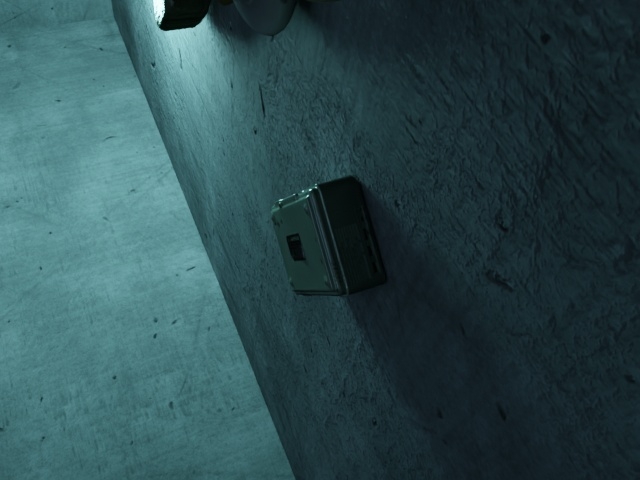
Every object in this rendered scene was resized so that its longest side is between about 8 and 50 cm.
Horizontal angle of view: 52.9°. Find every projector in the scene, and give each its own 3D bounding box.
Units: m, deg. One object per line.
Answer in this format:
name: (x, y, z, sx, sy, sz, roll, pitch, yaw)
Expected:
projector: (0.000, 0.000, 1.132, 0.257, 0.099, 0.192, 169, 86, -71)

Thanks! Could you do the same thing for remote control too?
remote control: (-0.088, -0.468, 0.988, 0.221, 0.103, 0.332, 65, 158, 18)

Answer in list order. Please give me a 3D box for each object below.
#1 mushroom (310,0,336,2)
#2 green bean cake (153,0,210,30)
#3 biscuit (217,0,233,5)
mushroom: (0.037, -0.349, 0.622, 0.246, 0.202, 0.246, 20, -90, -83)
green bean cake: (-0.346, -0.640, 1.544, 0.222, 0.125, 0.227, -171, 68, -72)
biscuit: (-0.252, -0.619, 1.259, 0.343, 0.057, 0.287, 61, -171, -4)
